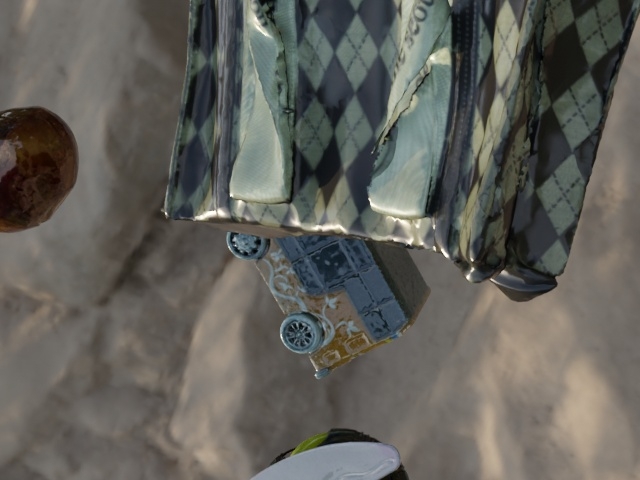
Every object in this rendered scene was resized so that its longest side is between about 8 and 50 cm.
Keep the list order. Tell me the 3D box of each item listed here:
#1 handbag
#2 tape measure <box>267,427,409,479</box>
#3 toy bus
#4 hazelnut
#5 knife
[{"bbox_3d":[0.043,-0.127,0.977,0.416,0.180,0.316,6,85,49],"label":"handbag"},{"bbox_3d":[0.022,0.325,1.563,0.112,0.199,0.186,119,167,-46],"label":"tape measure"},{"bbox_3d":[0.000,0.000,1.471,0.167,0.275,0.138,-28,7,22],"label":"toy bus"},{"bbox_3d":[-0.448,-0.103,1.822,0.204,0.178,0.178,-35,29,-2],"label":"hazelnut"},{"bbox_3d":[-0.039,0.203,0.918,0.244,0.032,0.058,-42,72,26],"label":"knife"}]
